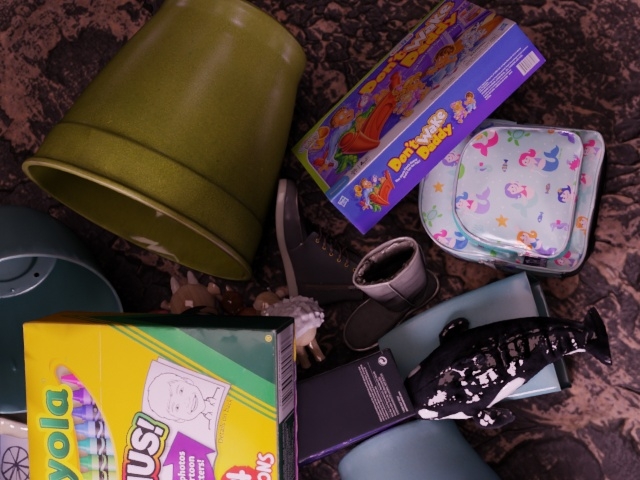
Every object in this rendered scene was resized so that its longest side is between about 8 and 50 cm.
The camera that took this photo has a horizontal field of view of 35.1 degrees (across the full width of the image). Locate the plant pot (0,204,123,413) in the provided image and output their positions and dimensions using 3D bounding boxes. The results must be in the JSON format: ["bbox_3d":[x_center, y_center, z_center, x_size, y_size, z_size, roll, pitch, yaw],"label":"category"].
[{"bbox_3d":[-0.478,0.081,1.569,0.293,0.293,0.235,-43,41,6],"label":"plant pot"}]

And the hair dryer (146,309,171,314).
[{"bbox_3d":[-0.250,0.221,1.594,0.294,0.080,0.223,11,84,16],"label":"hair dryer"}]

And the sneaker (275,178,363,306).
[{"bbox_3d":[0.000,0.000,1.529,0.118,0.083,0.222,-7,122,6],"label":"sneaker"}]

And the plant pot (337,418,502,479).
[{"bbox_3d":[0.151,0.391,1.386,0.272,0.271,0.255,-27,63,10],"label":"plant pot"}]

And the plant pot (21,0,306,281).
[{"bbox_3d":[-0.196,-0.176,1.520,0.367,0.366,0.352,21,77,16],"label":"plant pot"}]

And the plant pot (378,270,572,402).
[{"bbox_3d":[0.214,0.160,1.446,0.234,0.165,0.165,-17,78,16],"label":"plant pot"}]

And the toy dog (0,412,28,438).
[{"bbox_3d":[-0.684,0.414,1.544,0.396,0.284,0.407,19,89,17],"label":"toy dog"}]

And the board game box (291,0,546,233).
[{"bbox_3d":[0.130,-0.194,1.482,0.347,0.233,0.078,-44,118,5],"label":"board game box"}]

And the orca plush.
[{"bbox_3d":[0.226,0.167,1.300,0.287,0.102,0.151,-9,82,22],"label":"orca plush"}]

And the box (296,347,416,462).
[{"bbox_3d":[-0.007,0.250,1.406,0.184,0.261,0.103,-15,76,-20],"label":"box"}]

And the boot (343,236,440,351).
[{"bbox_3d":[0.087,0.082,1.460,0.190,0.208,0.076,-44,74,5],"label":"boot"}]

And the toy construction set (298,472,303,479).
[{"bbox_3d":[-0.135,0.443,1.447,0.309,0.237,0.257,-38,113,5],"label":"toy construction set"}]

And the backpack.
[{"bbox_3d":[0.268,-0.066,1.454,0.254,0.191,0.225,10,86,21],"label":"backpack"}]

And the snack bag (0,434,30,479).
[{"bbox_3d":[-0.536,0.372,1.671,0.343,0.037,0.322,-3,81,14],"label":"snack bag"}]

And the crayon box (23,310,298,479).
[{"bbox_3d":[-0.190,0.273,1.227,0.313,0.106,0.362,0,95,12],"label":"crayon box"}]

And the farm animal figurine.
[{"bbox_3d":[-0.190,0.143,1.414,0.330,0.327,0.172,-27,100,-18],"label":"farm animal figurine"}]
